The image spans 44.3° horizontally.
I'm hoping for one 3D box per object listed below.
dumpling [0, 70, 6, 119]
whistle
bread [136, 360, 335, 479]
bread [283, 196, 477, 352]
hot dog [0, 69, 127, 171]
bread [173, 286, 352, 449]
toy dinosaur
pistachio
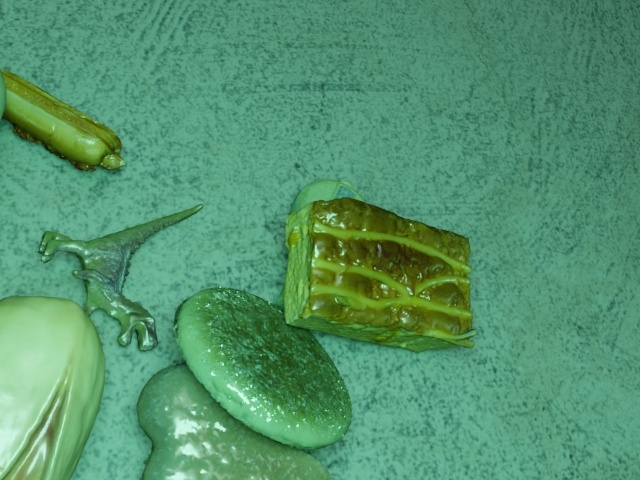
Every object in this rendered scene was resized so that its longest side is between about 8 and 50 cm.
[{"bbox_3d":[-0.569,-0.193,0.988,0.315,0.233,0.395,-16,88,5],"label":"dumpling"},{"bbox_3d":[0.000,0.000,1.181,0.126,0.067,0.258,28,56,-5],"label":"whistle"},{"bbox_3d":[-0.102,0.300,0.933,0.337,0.102,0.183,43,57,7],"label":"bread"},{"bbox_3d":[0.085,0.052,1.111,0.274,0.114,0.185,15,63,-27],"label":"bread"},{"bbox_3d":[-0.390,-0.166,1.130,0.249,0.102,0.076,30,95,2],"label":"hot dog"},{"bbox_3d":[-0.064,0.151,0.993,0.267,0.040,0.267,34,20,-14],"label":"bread"},{"bbox_3d":[-0.278,0.023,1.075,0.199,0.072,0.251,21,42,-20],"label":"toy dinosaur"},{"bbox_3d":[-0.337,0.198,0.857,0.187,0.187,0.299,17,56,-10],"label":"pistachio"}]
